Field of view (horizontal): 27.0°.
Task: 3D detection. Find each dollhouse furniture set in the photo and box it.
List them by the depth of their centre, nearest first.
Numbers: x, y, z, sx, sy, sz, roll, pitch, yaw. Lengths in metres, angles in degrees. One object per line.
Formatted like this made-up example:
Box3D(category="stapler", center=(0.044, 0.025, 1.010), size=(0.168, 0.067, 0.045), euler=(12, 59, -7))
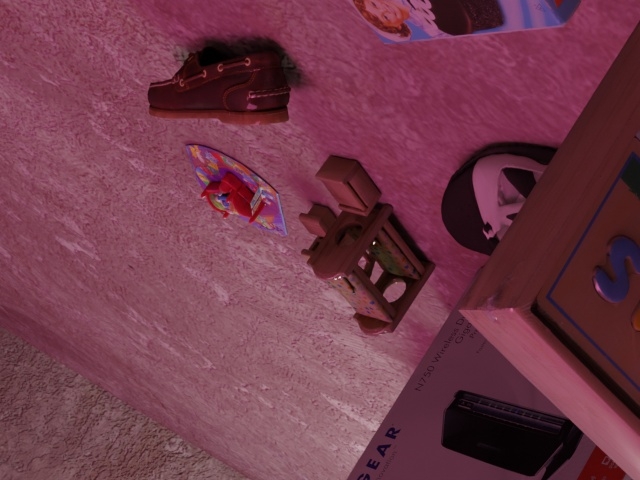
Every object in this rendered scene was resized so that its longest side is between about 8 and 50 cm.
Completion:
Box3D(category="dollhouse furniture set", center=(0.000, 0.000, 1.427), size=(0.161, 0.101, 0.182), euler=(14, 153, 45))

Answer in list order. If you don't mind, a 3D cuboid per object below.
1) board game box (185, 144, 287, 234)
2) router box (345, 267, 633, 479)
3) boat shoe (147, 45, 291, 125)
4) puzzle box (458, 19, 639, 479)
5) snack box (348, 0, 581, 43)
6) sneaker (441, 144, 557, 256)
Box3D(category="board game box", center=(-0.109, -0.049, 1.597), size=(0.133, 0.033, 0.169), euler=(29, 160, 17))
Box3D(category="router box", center=(0.187, 0.196, 1.225), size=(0.301, 0.335, 0.082), euler=(8, 149, 52))
Box3D(category="boat shoe", center=(-0.101, -0.153, 1.295), size=(0.207, 0.073, 0.073), euler=(7, 110, 48))
Box3D(category="puzzle box", center=(0.292, 0.061, 0.828), size=(0.409, 0.272, 0.052), euler=(42, 160, -23))
Box3D(category="snack box", center=(0.016, -0.259, 0.842), size=(0.322, 0.060, 0.187), euler=(45, 159, -28))
Box3D(category="sneaker", center=(0.189, 0.011, 1.082), size=(0.122, 0.146, 0.330), euler=(43, 161, -26))
